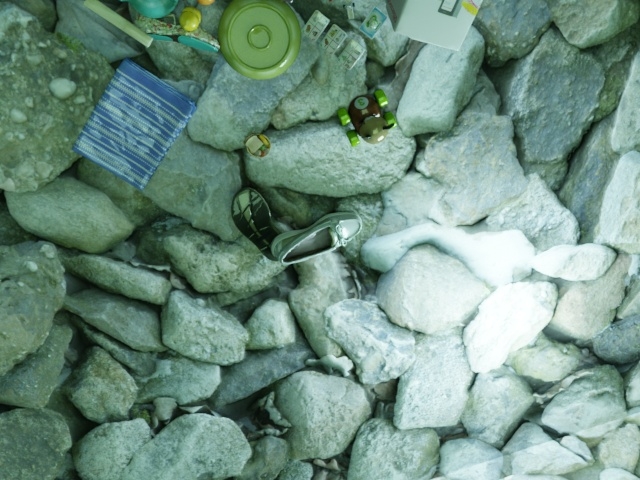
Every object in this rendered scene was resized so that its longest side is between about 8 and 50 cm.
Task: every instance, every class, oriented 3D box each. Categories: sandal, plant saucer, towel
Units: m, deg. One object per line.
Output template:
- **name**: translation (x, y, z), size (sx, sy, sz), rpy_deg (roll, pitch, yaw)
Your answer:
- **sandal**: translation (-0.200, -0.050, 1.831), size (0.120, 0.086, 0.303), rpy_deg (-28, 129, 0)
- **plant saucer**: translation (-0.174, -0.581, 1.609), size (0.240, 0.037, 0.241), rpy_deg (-2, 115, -5)
- **towel**: translation (-0.555, -0.338, 1.675), size (0.243, 0.040, 0.336), rpy_deg (32, 107, -18)

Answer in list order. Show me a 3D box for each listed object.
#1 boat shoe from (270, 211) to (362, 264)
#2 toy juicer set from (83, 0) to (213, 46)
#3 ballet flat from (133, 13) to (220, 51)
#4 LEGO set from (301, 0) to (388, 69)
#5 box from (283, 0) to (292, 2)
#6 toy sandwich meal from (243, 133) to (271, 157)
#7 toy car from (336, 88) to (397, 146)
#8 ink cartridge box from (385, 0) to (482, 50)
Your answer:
- **boat shoe**: translation (-0.002, -0.002, 1.836), size (0.320, 0.103, 0.118), rpy_deg (-17, 122, -16)
- **toy juicer set**: translation (-0.426, -0.633, 1.500), size (0.329, 0.089, 0.209), rpy_deg (-38, 104, -5)
- **ballet flat**: translation (-0.397, -0.586, 1.559), size (0.240, 0.091, 0.077), rpy_deg (7, 92, -14)
- **LEGO set**: translation (0.088, -0.643, 1.599), size (0.182, 0.060, 0.244), rpy_deg (36, 120, -8)
- **box**: translation (-0.232, -0.741, 1.379), size (0.381, 0.143, 0.191), rpy_deg (6, 130, -21)
- **toy sandwich meal**: translation (-0.194, -0.294, 1.742), size (0.085, 0.029, 0.086), rpy_deg (-3, 115, -5)
- **toy car**: translation (0.151, -0.347, 1.670), size (0.155, 0.188, 0.149), rpy_deg (-25, 115, 5)
- **ink cartridge box**: translation (0.318, -0.688, 1.492), size (0.197, 0.198, 0.270), rpy_deg (11, 131, -13)
